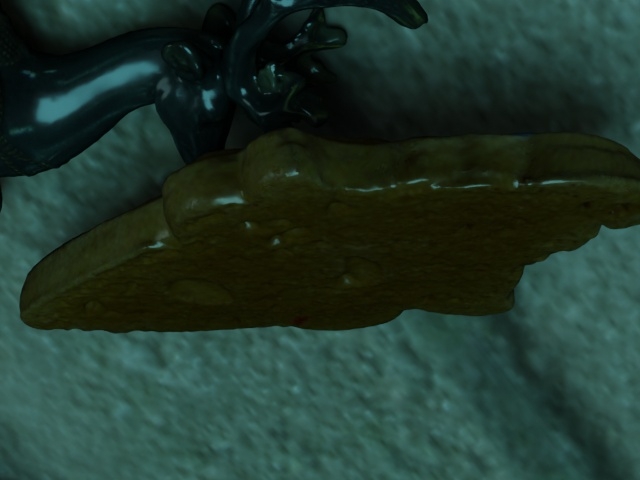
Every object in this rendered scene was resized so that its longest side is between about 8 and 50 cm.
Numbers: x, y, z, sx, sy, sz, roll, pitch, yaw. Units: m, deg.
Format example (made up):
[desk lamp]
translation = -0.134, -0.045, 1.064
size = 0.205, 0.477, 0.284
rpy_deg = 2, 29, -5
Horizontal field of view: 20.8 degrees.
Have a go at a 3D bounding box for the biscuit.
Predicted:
[biscuit]
translation = 0.000, 0.000, 0.716
size = 0.280, 0.043, 0.183
rpy_deg = -9, 154, 24

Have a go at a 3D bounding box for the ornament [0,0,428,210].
[ornament]
translation = -0.084, -0.108, 0.688
size = 0.236, 0.080, 0.202
rpy_deg = -12, 122, 17
